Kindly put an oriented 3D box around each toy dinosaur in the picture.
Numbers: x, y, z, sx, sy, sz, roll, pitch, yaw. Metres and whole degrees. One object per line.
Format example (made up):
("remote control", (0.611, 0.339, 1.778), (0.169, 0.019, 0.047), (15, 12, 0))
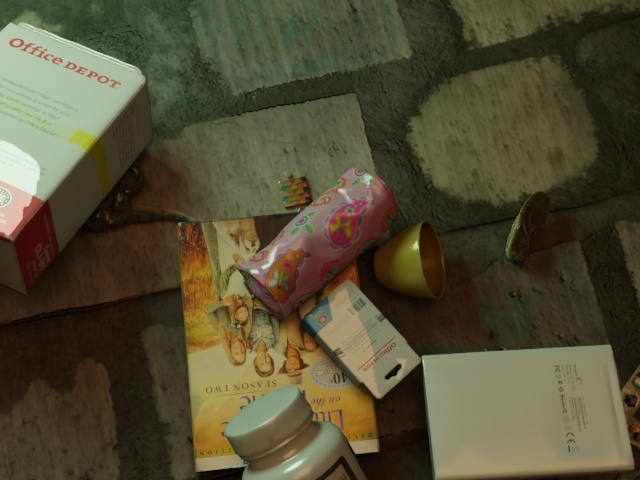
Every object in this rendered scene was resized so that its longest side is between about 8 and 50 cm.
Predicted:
("toy dinosaur", (-0.353, -0.070, 1.743), (0.268, 0.064, 0.118), (-5, 78, -9))

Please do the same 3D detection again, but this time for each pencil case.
("pencil case", (0.000, 0.000, 1.649), (0.284, 0.124, 0.124), (-43, 81, -15))

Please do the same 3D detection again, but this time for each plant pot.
("plant pot", (0.147, 0.040, 1.711), (0.095, 0.134, 0.134), (-10, 73, 23))

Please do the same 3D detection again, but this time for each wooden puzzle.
("wooden puzzle", (-0.045, -0.086, 1.786), (0.049, 0.006, 0.083), (-12, 76, -6))

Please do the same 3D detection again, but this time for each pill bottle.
("pill bottle", (-0.010, 0.387, 1.522), (0.176, 0.176, 0.319), (-31, 100, -11))

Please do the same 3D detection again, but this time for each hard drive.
("hard drive", (0.322, 0.273, 1.587), (0.307, 0.040, 0.203), (-3, 65, -1))

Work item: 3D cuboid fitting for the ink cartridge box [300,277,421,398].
("ink cartridge box", (0.065, 0.165, 1.634), (0.104, 0.060, 0.180), (-39, 82, -16))

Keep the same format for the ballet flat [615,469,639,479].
("ballet flat", (0.581, 0.424, 1.647), (0.188, 0.070, 0.070), (14, 74, 2))

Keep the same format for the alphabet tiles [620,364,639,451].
("alphabet tiles", (0.629, 0.305, 1.714), (0.237, 0.009, 0.198), (39, 76, 7))

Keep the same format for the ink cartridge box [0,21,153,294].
("ink cartridge box", (-0.486, -0.144, 1.627), (0.279, 0.160, 0.385), (24, 56, 12))

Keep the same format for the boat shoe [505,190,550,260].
("boat shoe", (0.360, -0.025, 1.770), (0.050, 0.045, 0.135), (31, 78, -5))

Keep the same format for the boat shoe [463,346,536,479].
("boat shoe", (0.288, 0.328, 1.647), (0.104, 0.111, 0.308), (-4, 65, 0))

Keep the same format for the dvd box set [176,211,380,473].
("dvd box set", (-0.076, 0.163, 1.687), (0.307, 0.062, 0.421), (-5, 75, -5))
